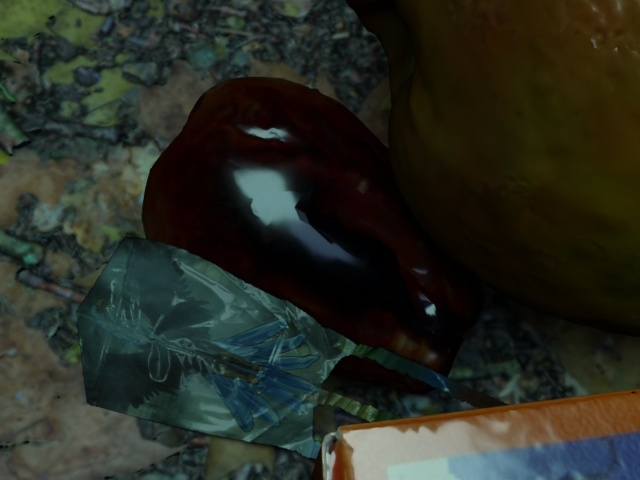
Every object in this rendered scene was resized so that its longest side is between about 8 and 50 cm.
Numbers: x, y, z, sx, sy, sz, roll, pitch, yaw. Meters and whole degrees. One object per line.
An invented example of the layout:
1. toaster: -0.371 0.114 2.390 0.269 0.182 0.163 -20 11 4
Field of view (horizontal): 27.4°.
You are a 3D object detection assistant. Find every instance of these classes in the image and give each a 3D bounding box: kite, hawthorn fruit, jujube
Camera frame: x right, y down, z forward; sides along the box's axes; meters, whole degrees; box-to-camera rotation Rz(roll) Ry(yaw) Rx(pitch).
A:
1. kite: -0.003 0.089 0.814 0.310 0.169 0.015 15 43 0
2. hawthorn fruit: 0.236 -0.162 0.770 0.472 0.472 0.471 1 68 -2
3. jujube: 0.000 0.000 0.846 0.236 0.168 0.168 36 71 0

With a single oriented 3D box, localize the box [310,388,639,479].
1. box: 0.129 0.265 0.641 0.257 0.348 0.318 -8 70 -6
